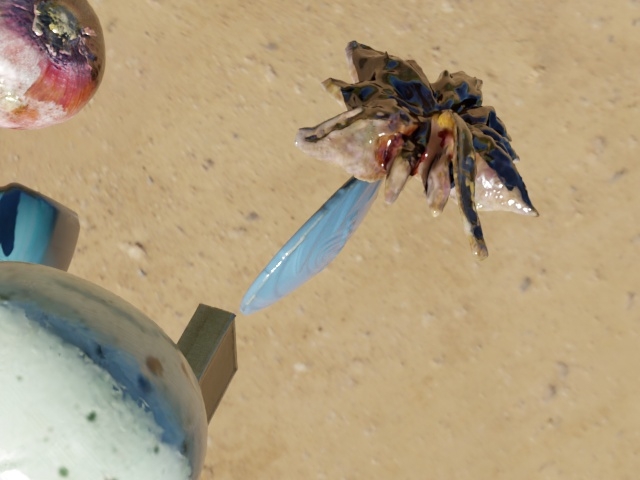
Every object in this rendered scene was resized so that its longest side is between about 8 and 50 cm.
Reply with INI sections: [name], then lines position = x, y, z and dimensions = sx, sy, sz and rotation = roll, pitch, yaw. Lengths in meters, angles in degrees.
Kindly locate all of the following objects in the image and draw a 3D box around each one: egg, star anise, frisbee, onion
[egg]
position = -0.125, 0.079, 0.588
dimensions = 0.131, 0.131, 0.164
rotation = -27, 114, -9
[star anise]
position = 0.128, -0.122, 1.421
dimensions = 0.292, 0.349, 0.109
rotation = 17, 129, 10
[frisbee]
position = 0.004, 0.003, 1.645
dimensions = 0.049, 0.289, 0.289
rotation = 43, 92, 5
[onion]
position = -0.301, -0.173, 1.186
dimensions = 0.159, 0.195, 0.159
rotation = 20, 58, -35

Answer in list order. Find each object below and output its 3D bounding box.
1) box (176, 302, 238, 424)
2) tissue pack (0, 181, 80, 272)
[box]
position = -0.100, 0.110, 1.020
dimensions = 0.035, 0.079, 0.083
rotation = 16, 140, 13
[tissue pack]
position = -0.492, -0.004, 1.674
dimensions = 0.287, 0.198, 0.206
rotation = 25, 86, 10
